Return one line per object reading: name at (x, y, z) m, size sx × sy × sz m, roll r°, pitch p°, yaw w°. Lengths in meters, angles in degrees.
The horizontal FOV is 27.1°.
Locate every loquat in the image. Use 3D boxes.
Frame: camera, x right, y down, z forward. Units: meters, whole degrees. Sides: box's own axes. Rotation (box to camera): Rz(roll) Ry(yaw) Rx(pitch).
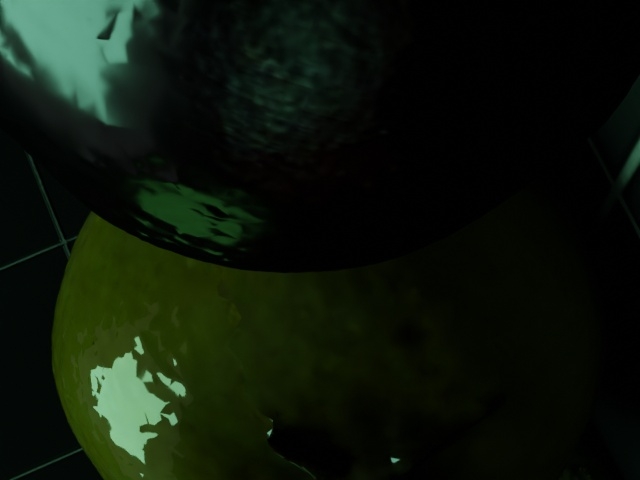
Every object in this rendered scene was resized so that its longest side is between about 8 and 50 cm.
loquat at (0.000, 0.047, 0.824) m, size 0.359 × 0.328 × 0.328 m, roll -102°, pitch -6°, yaw -55°

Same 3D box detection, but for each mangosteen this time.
mangosteen at (-0.028, -0.123, 0.444) m, size 0.297 × 0.313 × 0.297 m, roll 54°, pitch 164°, yaw 23°

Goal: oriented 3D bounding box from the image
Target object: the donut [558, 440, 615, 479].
donut at (0.100, 0.225, 0.962) m, size 0.108 × 0.277 × 0.277 m, roll 99°, pitch 150°, yaw -59°
